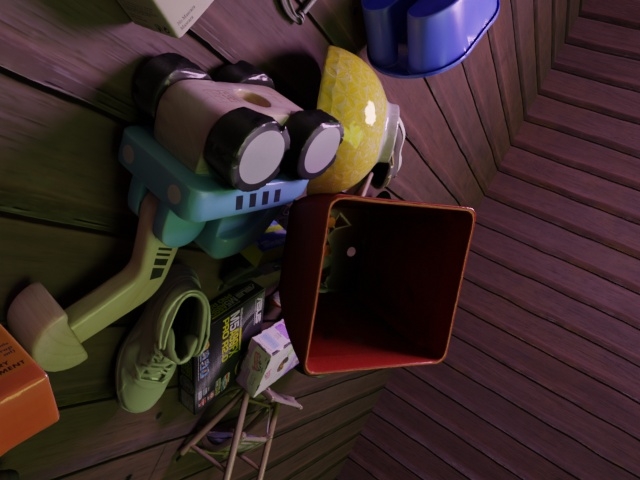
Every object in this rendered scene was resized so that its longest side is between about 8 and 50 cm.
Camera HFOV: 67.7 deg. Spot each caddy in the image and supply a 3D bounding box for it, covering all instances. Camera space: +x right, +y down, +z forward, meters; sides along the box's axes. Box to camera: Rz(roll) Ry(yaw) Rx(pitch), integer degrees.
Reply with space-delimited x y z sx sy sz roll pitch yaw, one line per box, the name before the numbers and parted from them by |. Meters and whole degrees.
caddy | 0.241 -0.497 1.044 0.341 0.241 0.179 -52 148 -17

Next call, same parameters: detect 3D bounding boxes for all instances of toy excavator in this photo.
toy excavator | -0.218 -0.032 0.739 0.433 0.222 0.445 -19 140 -52

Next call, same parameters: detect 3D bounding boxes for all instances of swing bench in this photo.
swing bench | -0.206 0.517 1.326 0.254 0.165 0.253 -60 154 -15

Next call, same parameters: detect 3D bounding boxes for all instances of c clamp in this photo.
c clamp | -0.015 -0.456 0.867 0.160 0.022 0.137 -53 153 -18

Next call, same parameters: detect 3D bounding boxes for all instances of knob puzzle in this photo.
knob puzzle | 0.082 -0.078 1.307 0.213 0.030 0.213 -56 -174 9

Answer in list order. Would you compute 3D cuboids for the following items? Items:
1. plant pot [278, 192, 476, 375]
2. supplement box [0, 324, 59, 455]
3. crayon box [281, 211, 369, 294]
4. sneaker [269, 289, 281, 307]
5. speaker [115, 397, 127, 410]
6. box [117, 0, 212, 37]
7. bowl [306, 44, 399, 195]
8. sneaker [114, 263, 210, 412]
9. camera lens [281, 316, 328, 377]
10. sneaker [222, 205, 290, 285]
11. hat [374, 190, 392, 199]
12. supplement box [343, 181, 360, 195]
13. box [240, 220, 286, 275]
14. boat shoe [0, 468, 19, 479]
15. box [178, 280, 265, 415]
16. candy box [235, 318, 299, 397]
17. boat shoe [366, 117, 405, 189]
plant pot | 0.061 0.044 0.820 0.267 0.236 0.267 3 103 -27
supplement box | -0.390 0.131 0.528 0.078 0.233 0.080 -32 138 -45
crayon box | 0.000 0.000 1.097 0.202 0.081 0.318 -60 -172 -3
sneaker | -0.060 0.112 1.294 0.225 0.088 0.092 -34 126 -47
speaker | -0.345 0.269 0.946 0.136 0.055 0.055 -58 154 -5
box | -0.218 -0.366 0.508 0.113 0.094 0.275 -56 154 -11
bowl | 0.067 -0.222 0.947 0.289 0.156 0.289 -171 -90 -88
sneaker | -0.282 0.198 0.837 0.108 0.169 0.292 18 95 -28
camera lens | 0.025 0.270 1.425 0.274 0.219 0.219 -8 122 -59
sneaker | -0.140 0.000 1.032 0.227 0.130 0.087 -41 160 24
hat | 0.097 -0.083 1.429 0.208 0.184 0.173 -99 -150 -55
supplement box | 0.069 -0.161 1.289 0.062 0.036 0.098 -64 155 6
box | -0.128 -0.014 0.914 0.109 0.178 0.042 -20 144 -54
boat shoe | -0.551 0.491 0.744 0.092 0.103 0.285 14 97 -58
box | -0.232 0.249 1.124 0.216 0.060 0.270 -31 141 -45
candy box | -0.105 0.278 1.205 0.196 0.070 0.164 -25 146 -50
boat shoe | 0.162 -0.247 1.292 0.091 0.109 0.305 -58 158 -17
